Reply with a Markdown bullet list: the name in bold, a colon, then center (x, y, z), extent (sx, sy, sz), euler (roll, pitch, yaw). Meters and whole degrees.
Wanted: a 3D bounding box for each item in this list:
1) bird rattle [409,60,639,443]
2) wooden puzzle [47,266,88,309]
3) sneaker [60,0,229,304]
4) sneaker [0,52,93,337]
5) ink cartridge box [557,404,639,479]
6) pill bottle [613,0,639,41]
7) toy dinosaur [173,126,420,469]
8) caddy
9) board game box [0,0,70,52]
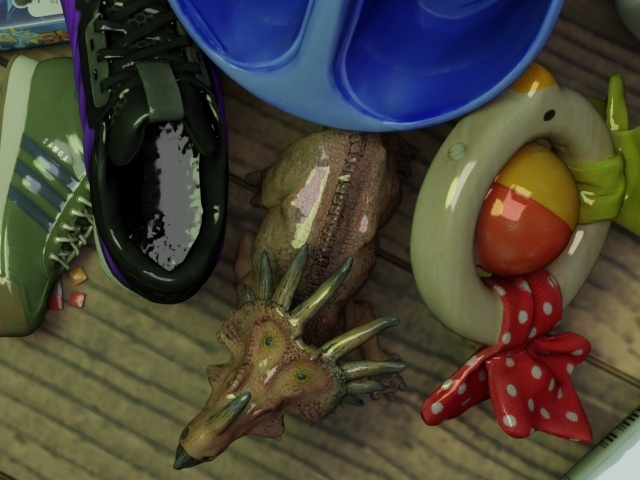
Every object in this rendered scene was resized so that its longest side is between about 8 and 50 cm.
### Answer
- **bird rattle**: center (0.123, -0.002, 1.078), extent (0.253, 0.207, 0.143), euler (-52, 44, -2)
- **wooden puzzle**: center (-0.199, 0.024, 1.180), extent (0.083, 0.006, 0.049), euler (-5, 85, 3)
- **sneaker**: center (-0.100, -0.102, 1.056), extent (0.102, 0.146, 0.293), euler (-9, 97, -7)
- **sneaker**: center (-0.167, -0.031, 1.148), extent (0.086, 0.064, 0.192), euler (1, 78, 5)
- **ink cartridge box**: center (0.288, 0.289, 1.091), extent (0.308, 0.091, 0.385), euler (-43, 83, 0)
- **pill bottle**: center (0.356, -0.274, 1.062), extent (0.224, 0.224, 0.392), euler (25, 87, 5)
- **toy dinosaur**: center (0.000, 0.000, 1.073), extent (0.127, 0.200, 0.295), euler (8, 86, 4)
- **caddy**: center (0.040, -0.224, 0.963), extent (0.241, 0.179, 0.341), euler (20, 125, 2)
- **board game box**: center (-0.185, -0.199, 1.168), extent (0.201, 0.035, 0.136), euler (-7, 73, 3)
